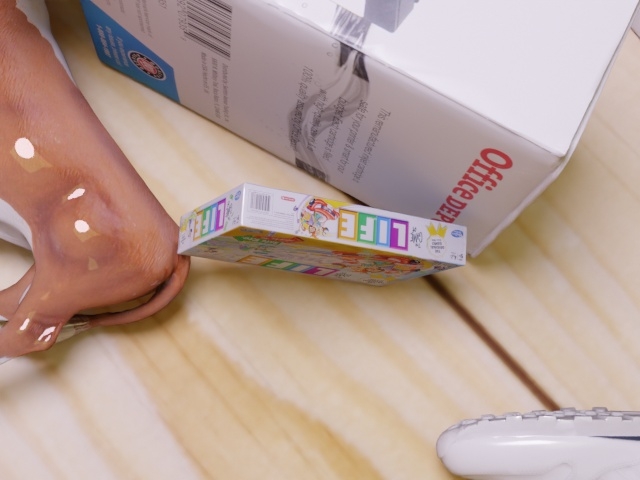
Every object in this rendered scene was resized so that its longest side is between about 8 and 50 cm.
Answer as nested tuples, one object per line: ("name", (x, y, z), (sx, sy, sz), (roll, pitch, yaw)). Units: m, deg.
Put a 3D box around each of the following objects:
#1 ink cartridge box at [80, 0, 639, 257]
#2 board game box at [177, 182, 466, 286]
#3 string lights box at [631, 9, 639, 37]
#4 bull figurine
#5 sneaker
("ink cartridge box", (0.010, -0.135, 0.635), (0.307, 0.223, 0.129), (28, 75, 2))
("board game box", (0.000, 0.000, 0.639), (0.154, 0.103, 0.026), (10, 76, -26))
("string lights box", (0.229, -0.286, 0.760), (0.133, 0.077, 0.260), (-36, 83, -10))
("bull figurine", (-0.220, -0.063, 0.667), (0.188, 0.101, 0.310), (-35, 80, -7))
("sneaker", (0.192, 0.157, 0.660), (0.235, 0.090, 0.095), (3, 87, -2))
